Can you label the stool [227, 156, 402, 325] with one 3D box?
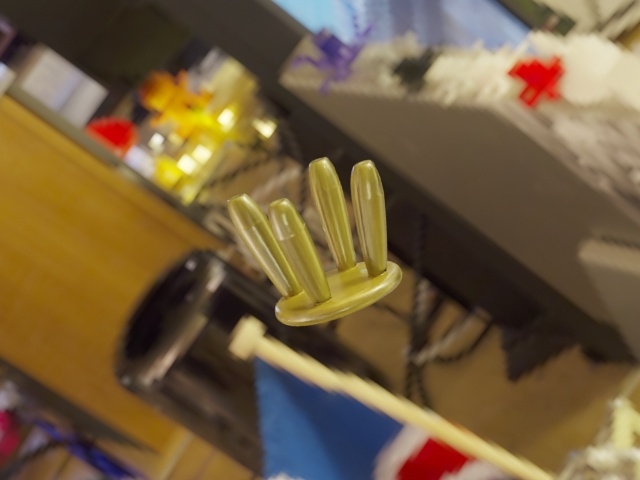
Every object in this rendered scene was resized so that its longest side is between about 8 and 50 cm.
[{"bbox_3d":[0.000,0.000,1.577,0.134,0.110,0.135,-15,13,22],"label":"stool"}]
